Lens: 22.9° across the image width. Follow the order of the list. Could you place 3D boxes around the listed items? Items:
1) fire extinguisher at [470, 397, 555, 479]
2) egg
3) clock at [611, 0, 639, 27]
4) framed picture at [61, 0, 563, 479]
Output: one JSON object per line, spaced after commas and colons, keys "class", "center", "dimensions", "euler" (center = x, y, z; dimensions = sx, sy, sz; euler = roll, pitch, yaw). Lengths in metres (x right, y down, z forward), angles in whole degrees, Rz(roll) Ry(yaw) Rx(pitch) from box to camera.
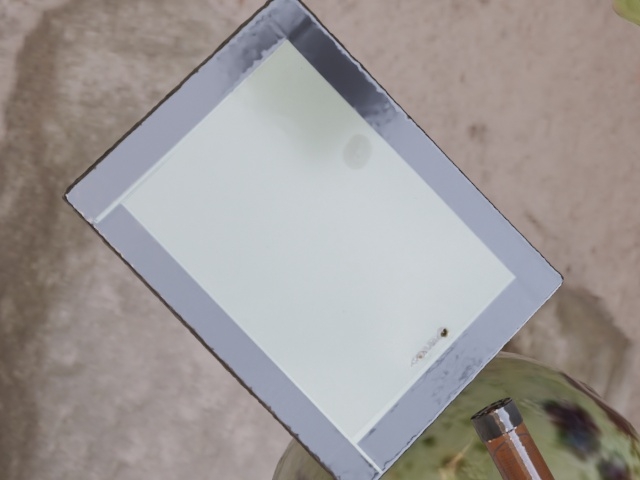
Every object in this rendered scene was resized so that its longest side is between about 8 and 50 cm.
{"class": "fire extinguisher", "center": [0.094, 0.114, 0.715], "dimensions": [0.028, 0.022, 0.083], "euler": [-28, 91, 0]}
{"class": "egg", "center": [0.126, 0.274, 1.464], "dimensions": [0.345, 0.428, 0.345], "euler": [6, 78, -31]}
{"class": "clock", "center": [0.479, -0.224, 1.683], "dimensions": [0.235, 0.308, 0.096], "euler": [14, 103, -35]}
{"class": "framed picture", "center": [0.000, 0.000, 1.289], "dimensions": [0.347, 0.016, 0.265], "euler": [45, 75, -5]}
